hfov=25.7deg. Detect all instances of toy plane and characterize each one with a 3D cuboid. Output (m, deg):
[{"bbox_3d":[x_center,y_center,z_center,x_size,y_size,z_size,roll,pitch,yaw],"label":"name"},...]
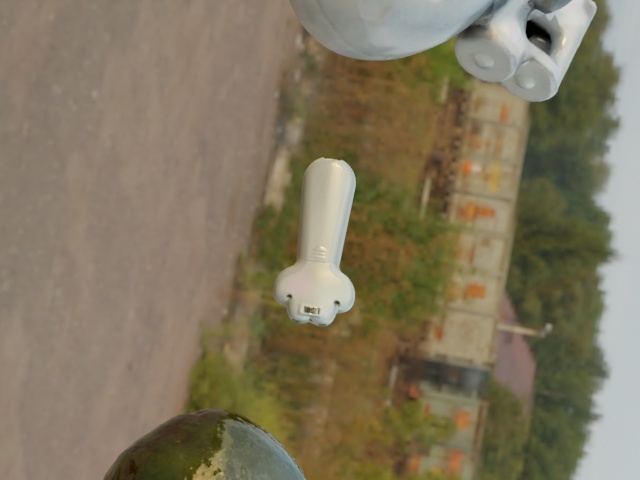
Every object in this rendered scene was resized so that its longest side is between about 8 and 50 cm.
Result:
[{"bbox_3d":[0.053,-0.179,0.636,0.252,0.118,0.252,12,73,-44],"label":"toy plane"}]

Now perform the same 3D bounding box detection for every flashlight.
[{"bbox_3d":[0.000,0.000,1.610,0.047,0.093,0.200,97,0,-72],"label":"flashlight"}]

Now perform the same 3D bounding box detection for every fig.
[{"bbox_3d":[-0.068,0.256,1.191,0.195,0.245,0.195,-58,164,-28],"label":"fig"}]
